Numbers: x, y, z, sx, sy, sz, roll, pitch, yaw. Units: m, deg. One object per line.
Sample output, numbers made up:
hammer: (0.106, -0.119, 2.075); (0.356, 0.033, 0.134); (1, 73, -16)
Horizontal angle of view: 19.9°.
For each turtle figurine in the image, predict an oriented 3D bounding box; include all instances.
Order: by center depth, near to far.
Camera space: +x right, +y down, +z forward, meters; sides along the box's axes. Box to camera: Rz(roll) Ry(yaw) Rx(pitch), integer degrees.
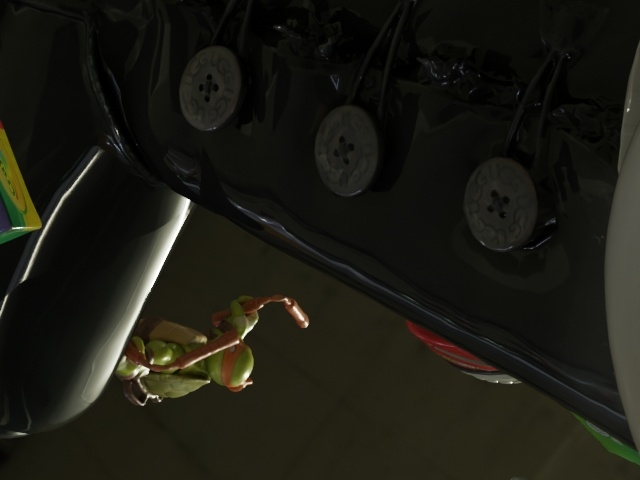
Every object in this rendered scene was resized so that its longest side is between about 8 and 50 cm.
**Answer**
turtle figurine: (-0.133, 0.082, 1.423); (0.269, 0.217, 0.087); (-18, 116, -66)

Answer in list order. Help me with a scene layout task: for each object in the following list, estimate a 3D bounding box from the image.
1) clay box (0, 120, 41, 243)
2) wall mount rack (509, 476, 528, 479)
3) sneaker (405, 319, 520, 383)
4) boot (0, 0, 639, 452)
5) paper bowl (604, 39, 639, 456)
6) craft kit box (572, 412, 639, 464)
clay box: (-0.224, -0.085, 0.804); (0.127, 0.222, 0.053); (-22, 179, 7)
wall mount rack: (0.211, 0.175, 0.914); (0.304, 0.130, 0.350); (-49, -138, 49)
sneaker: (0.181, 0.061, 1.443); (0.279, 0.118, 0.107); (-13, -119, 43)
boot: (0.000, -0.002, 0.875); (0.445, 0.367, 0.146); (21, -155, 32)
paper bowl: (0.184, 0.020, 0.461); (0.148, 0.284, 0.284); (-20, -176, -30)
craft kit box: (0.209, -0.016, 1.187); (0.246, 0.250, 0.061); (-53, -145, -9)
